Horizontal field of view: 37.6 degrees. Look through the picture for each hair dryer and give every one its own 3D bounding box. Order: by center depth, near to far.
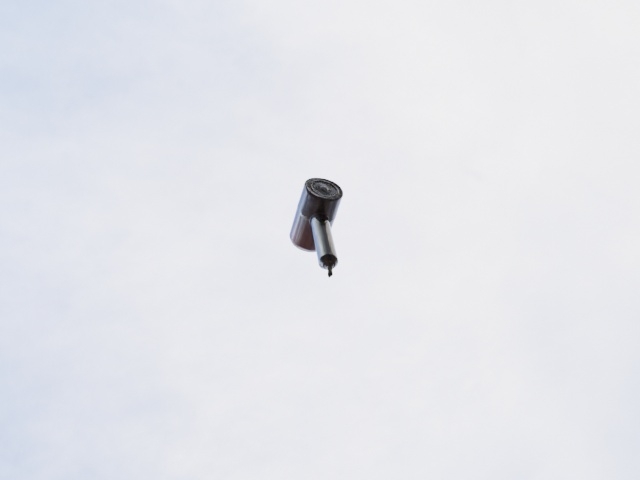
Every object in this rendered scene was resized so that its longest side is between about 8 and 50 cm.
[{"bbox_3d":[0.000,0.000,0.836,0.037,0.063,0.114,8,-146,-15],"label":"hair dryer"}]
